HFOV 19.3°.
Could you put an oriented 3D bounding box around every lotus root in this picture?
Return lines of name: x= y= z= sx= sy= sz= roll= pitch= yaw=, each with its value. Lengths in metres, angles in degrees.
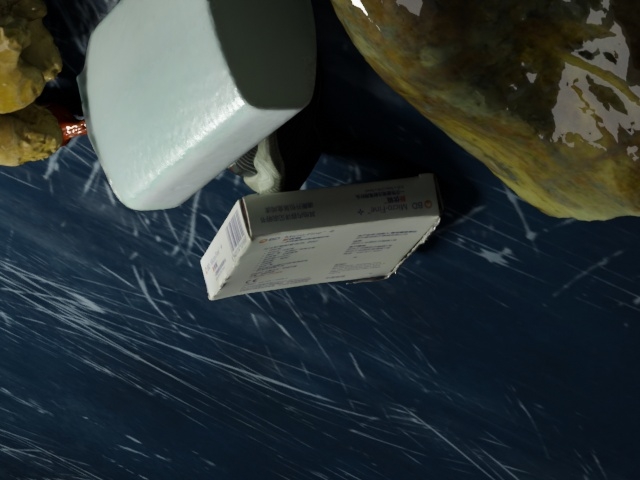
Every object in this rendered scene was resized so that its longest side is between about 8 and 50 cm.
lotus root: x=0.143 y=-0.185 z=1.292 sx=0.346 sy=0.250 sz=0.250 roll=37 pitch=151 yaw=-29

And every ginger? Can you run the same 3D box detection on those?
ginger: x=-0.378 y=-0.165 z=1.912 sx=0.236 sy=0.166 sz=0.375 roll=12 pitch=167 yaw=-17

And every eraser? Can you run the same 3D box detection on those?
eraser: x=-0.112 y=-0.154 z=1.634 sx=0.104 sy=0.189 sz=0.290 roll=0 pitch=164 yaw=-28

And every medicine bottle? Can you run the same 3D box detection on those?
medicine bottle: x=0.000 y=0.000 z=1.819 sx=0.201 sy=0.052 sz=0.171 roll=-8 pitch=160 yaw=-19

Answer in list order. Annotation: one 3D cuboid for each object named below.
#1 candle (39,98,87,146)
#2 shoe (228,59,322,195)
candle: x=-0.341 y=-0.130 z=1.998 sx=0.301 sy=0.059 sz=0.084 roll=4 pitch=154 yaw=36
shoe: x=-0.063 y=-0.117 z=1.748 sx=0.112 sy=0.099 sz=0.227 roll=26 pitch=154 yaw=18
